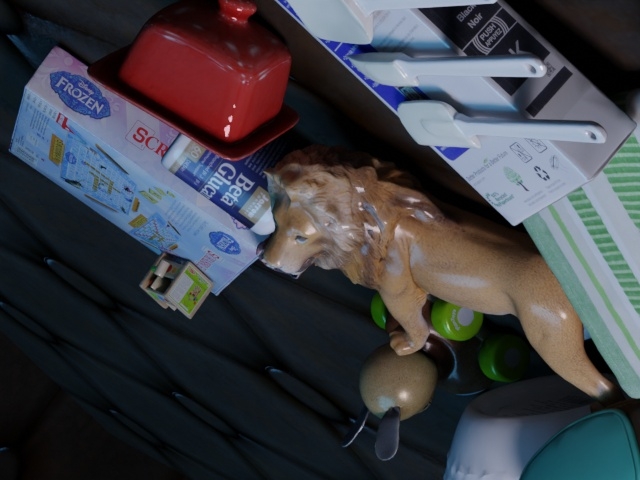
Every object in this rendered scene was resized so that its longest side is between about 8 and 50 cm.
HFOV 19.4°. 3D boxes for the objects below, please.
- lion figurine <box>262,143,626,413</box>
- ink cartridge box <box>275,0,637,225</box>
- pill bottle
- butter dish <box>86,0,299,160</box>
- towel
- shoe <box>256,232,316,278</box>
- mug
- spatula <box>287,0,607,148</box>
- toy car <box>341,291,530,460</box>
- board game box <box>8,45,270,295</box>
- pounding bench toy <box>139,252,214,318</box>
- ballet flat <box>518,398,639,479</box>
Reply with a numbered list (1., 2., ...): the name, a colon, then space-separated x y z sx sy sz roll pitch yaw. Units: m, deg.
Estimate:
1. lion figurine: 0.142 0.029 1.695 0.392 0.142 0.240 12 149 22
2. ink cartridge box: 0.062 -0.155 1.336 0.333 0.065 0.165 42 164 -4
3. pill bottle: -0.065 -0.065 1.848 0.169 0.094 0.094 36 164 -6
4. butter dish: -0.091 -0.160 1.599 0.160 0.118 0.160 32 -154 10
5. towel: 0.250 0.010 1.408 0.248 0.038 0.325 58 165 0
6. shoe: 0.000 0.000 1.933 0.063 0.081 0.178 42 163 -26
7. mug: 0.239 0.307 1.920 0.374 0.276 0.328 -164 63 -71
8. spatula: 0.079 -0.117 1.254 0.168 0.019 0.242 50 161 -23
9. toy car: 0.100 0.153 1.985 0.149 0.188 0.155 41 163 -23
10. board game box: -0.206 -0.072 2.165 0.318 0.066 0.319 35 165 -5
11. pounding bench toy: -0.185 0.045 2.249 0.065 0.052 0.083 18 159 48
12. ballet flat: 0.312 0.177 1.620 0.124 0.116 0.342 14 141 -27
